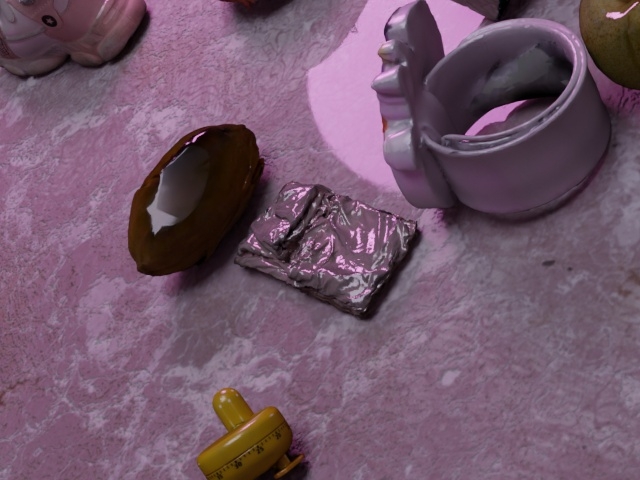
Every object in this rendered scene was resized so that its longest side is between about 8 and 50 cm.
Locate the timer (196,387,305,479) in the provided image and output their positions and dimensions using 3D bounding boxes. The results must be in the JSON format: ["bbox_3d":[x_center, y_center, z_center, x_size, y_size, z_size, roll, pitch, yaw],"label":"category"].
[{"bbox_3d":[-0.085,0.211,1.440,0.107,0.109,0.107,-35,-1,-1],"label":"timer"}]

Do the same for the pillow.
[{"bbox_3d":[0.000,0.000,1.593,0.248,0.049,0.135,22,69,45],"label":"pillow"}]

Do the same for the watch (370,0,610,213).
[{"bbox_3d":[0.184,-0.162,1.471,0.231,0.196,0.244,-12,46,25],"label":"watch"}]

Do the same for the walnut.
[{"bbox_3d":[-0.160,-0.057,1.717,0.137,0.137,0.245,7,62,44],"label":"walnut"}]

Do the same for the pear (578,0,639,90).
[{"bbox_3d":[0.353,-0.233,1.417,0.167,0.136,0.167,-19,49,23],"label":"pear"}]

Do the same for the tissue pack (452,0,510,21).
[{"bbox_3d":[0.221,-0.367,1.664,0.103,0.090,0.170,32,80,14],"label":"tissue pack"}]

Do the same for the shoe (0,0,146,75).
[{"bbox_3d":[-0.454,-0.396,2.194,0.351,0.198,0.171,0,56,39],"label":"shoe"}]

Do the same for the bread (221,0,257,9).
[{"bbox_3d":[-0.094,-0.444,1.970,0.212,0.142,0.224,-25,42,-2],"label":"bread"}]
